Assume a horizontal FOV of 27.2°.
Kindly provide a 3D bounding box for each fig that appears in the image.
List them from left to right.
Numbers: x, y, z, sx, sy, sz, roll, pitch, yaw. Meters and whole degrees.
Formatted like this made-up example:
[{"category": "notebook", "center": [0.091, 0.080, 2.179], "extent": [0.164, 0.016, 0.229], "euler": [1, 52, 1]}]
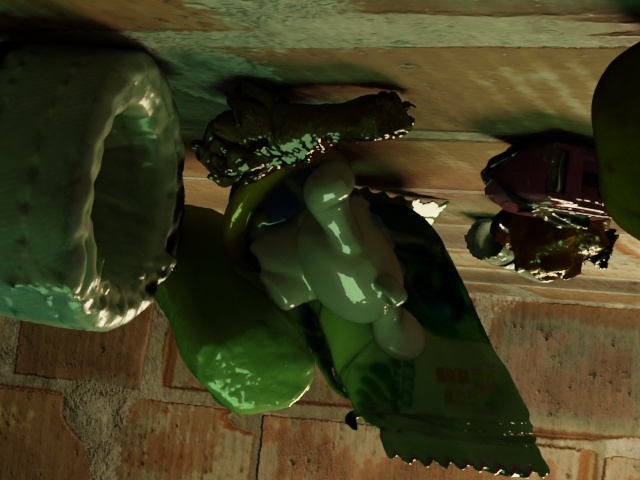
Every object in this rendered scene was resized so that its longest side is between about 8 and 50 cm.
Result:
[{"category": "fig", "center": [0.260, -0.057, 0.811], "extent": [0.186, 0.142, 0.148], "euler": [17, -154, 21]}]

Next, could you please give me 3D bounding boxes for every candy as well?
[{"category": "candy", "center": [-0.115, 0.065, 1.483], "extent": [0.132, 0.142, 0.343], "euler": [-21, -151, -10]}, {"category": "candy", "center": [0.098, 0.105, 1.537], "extent": [0.263, 0.398, 0.172], "euler": [1, 133, -31]}]

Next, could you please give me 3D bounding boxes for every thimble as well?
[{"category": "thimble", "center": [-0.206, -0.038, 1.030], "extent": [0.150, 0.237, 0.237], "euler": [5, 174, 14]}]

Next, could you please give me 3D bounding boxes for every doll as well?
[{"category": "doll", "center": [-0.017, -0.009, 1.336], "extent": [0.160, 0.242, 0.311], "euler": [-24, 153, -4]}]

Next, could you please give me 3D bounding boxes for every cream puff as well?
[{"category": "cream puff", "center": [0.277, -0.007, 1.522], "extent": [0.094, 0.122, 0.116], "euler": [18, -152, -30]}]

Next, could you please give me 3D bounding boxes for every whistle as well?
[{"category": "whistle", "center": [0.286, 0.018, 1.939], "extent": [0.062, 0.062, 0.312], "euler": [3, 174, 24]}]

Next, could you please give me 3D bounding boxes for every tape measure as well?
[{"category": "tape measure", "center": [0.216, -0.053, 1.232], "extent": [0.125, 0.074, 0.118], "euler": [11, 173, -28]}]

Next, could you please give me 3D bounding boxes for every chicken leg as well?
[{"category": "chicken leg", "center": [-0.024, -0.096, 1.115], "extent": [0.125, 0.080, 0.196], "euler": [-2, 173, -39]}, {"category": "chicken leg", "center": [0.293, -0.007, 1.676], "extent": [0.234, 0.063, 0.105], "euler": [10, 168, -29]}]

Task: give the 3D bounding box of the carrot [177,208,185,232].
[{"category": "carrot", "center": [-0.267, -0.047, 1.410], "extent": [0.159, 0.159, 0.225], "euler": [2, 171, 37]}]
